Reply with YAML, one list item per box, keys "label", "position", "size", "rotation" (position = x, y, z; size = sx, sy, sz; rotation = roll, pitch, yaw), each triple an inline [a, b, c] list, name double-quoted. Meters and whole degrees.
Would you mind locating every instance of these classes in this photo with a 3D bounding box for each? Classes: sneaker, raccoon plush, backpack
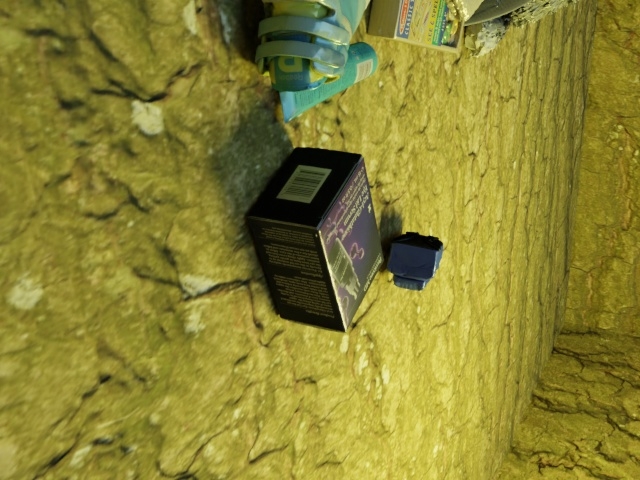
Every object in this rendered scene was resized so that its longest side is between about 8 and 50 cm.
- label: "sneaker"
  position: [-0.029, -0.291, 0.891]
  size: [0.319, 0.127, 0.208]
  rotation: [44, 57, -59]
- label: "raccoon plush"
  position: [0.530, -0.535, 1.751]
  size: [0.446, 0.299, 0.216]
  rotation: [-67, 152, -23]
- label: "backpack"
  position: [0.175, 0.035, 1.483]
  size: [0.120, 0.098, 0.101]
  rotation: [-43, 147, -70]

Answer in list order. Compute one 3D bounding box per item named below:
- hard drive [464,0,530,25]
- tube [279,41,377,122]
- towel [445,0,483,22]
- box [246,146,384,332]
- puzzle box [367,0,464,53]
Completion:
- label: "hard drive"
  position: [0.331, -0.525, 1.552]
  size: [0.255, 0.054, 0.171]
  rotation: [-27, 126, -35]
- label: "tube"
  position: [0.006, -0.227, 1.089]
  size: [0.207, 0.052, 0.080]
  rotation: [-34, 117, -48]
- label: "towel"
  position: [0.222, -0.494, 1.221]
  size: [0.187, 0.049, 0.282]
  rotation: [-53, 141, -9]
- label: "box"
  position: [0.000, 0.000, 1.090]
  size: [0.153, 0.108, 0.207]
  rotation: [-60, 148, -36]
- label: "puzzle box"
  position: [0.193, -0.524, 1.293]
  size: [0.272, 0.052, 0.408]
  rotation: [-13, 115, -57]
